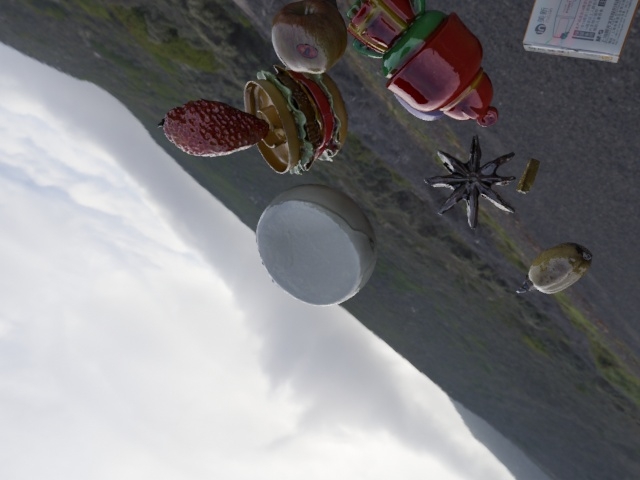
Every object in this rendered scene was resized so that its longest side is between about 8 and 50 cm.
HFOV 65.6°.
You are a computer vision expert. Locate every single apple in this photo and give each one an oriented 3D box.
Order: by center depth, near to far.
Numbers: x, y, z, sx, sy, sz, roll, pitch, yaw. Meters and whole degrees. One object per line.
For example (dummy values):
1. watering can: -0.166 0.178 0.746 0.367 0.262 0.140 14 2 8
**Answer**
1. apple: -0.019 -0.339 0.830 0.126 0.126 0.102 44 159 36

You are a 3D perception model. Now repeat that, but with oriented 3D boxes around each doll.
1. doll: 0.211 -0.342 0.954 0.363 0.183 0.160 35 -134 -16

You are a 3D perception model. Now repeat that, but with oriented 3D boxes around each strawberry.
1. strawberry: -0.246 -0.239 1.135 0.236 0.106 0.175 -2 163 12

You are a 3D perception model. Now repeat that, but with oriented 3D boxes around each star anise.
1. star anise: 0.455 -0.174 1.466 0.288 0.288 0.088 42 -168 17

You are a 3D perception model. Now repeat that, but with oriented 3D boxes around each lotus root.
1. lotus root: 0.653 0.085 1.398 0.125 0.221 0.118 39 -144 -12

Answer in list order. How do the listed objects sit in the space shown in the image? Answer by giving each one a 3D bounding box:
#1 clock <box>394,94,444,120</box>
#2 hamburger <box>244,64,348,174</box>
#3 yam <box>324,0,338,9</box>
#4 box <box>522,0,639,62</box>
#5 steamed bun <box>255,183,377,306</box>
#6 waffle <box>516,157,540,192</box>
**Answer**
1. clock: 0.272 -0.427 1.378 0.172 0.197 0.064 -4 171 -14
2. hamburger: -0.049 -0.317 1.269 0.274 0.212 0.274 50 155 34
3. yam: 0.001 -0.475 1.058 0.079 0.079 0.141 35 -140 -47
4. box: 0.611 -0.561 1.135 0.221 0.273 0.091 21 -165 24
5. steamed bun: 0.000 0.000 1.136 0.283 0.283 0.177 40 -145 2
6. waffle: 0.543 -0.133 1.344 0.032 0.191 0.125 27 137 14
